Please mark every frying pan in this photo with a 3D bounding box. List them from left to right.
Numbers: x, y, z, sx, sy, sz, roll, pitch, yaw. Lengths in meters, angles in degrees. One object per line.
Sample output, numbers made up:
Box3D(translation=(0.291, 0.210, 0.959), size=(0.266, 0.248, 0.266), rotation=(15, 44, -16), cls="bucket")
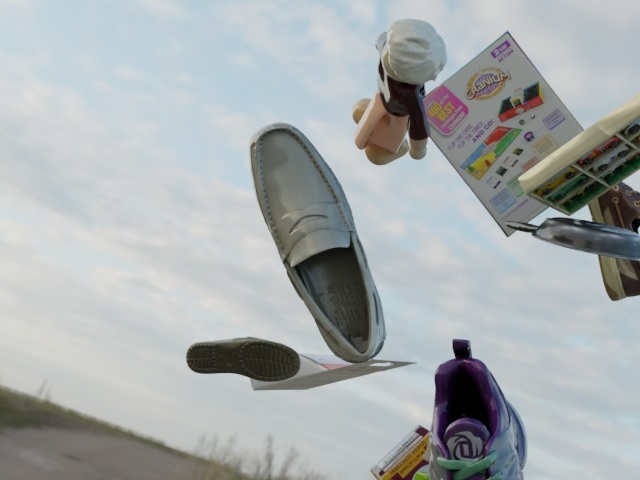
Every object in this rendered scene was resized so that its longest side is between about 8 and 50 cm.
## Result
Box3D(translation=(0.444, -0.011, 1.758), size=(0.197, 0.053, 0.326), rotation=(10, 9, -3), cls="frying pan")

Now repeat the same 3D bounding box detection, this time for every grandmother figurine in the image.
Box3D(translation=(0.113, -0.218, 1.533), size=(0.104, 0.207, 0.342), rotation=(-24, -14, -11), cls="grandmother figurine")

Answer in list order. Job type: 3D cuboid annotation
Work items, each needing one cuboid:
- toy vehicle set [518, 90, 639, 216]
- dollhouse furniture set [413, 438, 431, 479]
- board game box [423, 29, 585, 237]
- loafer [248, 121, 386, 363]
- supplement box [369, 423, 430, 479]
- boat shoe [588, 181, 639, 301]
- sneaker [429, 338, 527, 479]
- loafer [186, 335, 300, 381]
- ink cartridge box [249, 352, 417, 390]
Box3D(translation=(0.478, -0.144, 1.717), size=(0.267, 0.035, 0.166), rotation=(-38, -33, 27), cls="toy vehicle set")
Box3D(translation=(0.168, 0.302, 1.323), size=(0.076, 0.151, 0.059), rotation=(5, 15, -41), cls="dollhouse furniture set")
Box3D(translation=(0.359, -0.203, 1.981), size=(0.316, 0.242, 0.064), rotation=(52, 13, -2), cls="board game box")
Box3D(translation=(0.000, 0.000, 1.279), size=(0.319, 0.112, 0.111), rotation=(64, -2, -1), cls="loafer")
Box3D(translation=(0.175, 0.375, 1.507), size=(0.188, 0.104, 0.081), rotation=(49, -7, -4), cls="supplement box")
Box3D(translation=(0.614, -0.053, 2.085), size=(0.123, 0.341, 0.123), rotation=(-11, -12, 24), cls="boat shoe")
Box3D(translation=(0.091, 0.172, 0.648), size=(0.083, 0.223, 0.098), rotation=(-12, -46, 14), cls="sneaker")
Box3D(translation=(-0.097, 0.148, 1.331), size=(0.148, 0.056, 0.050), rotation=(6, 8, 6), cls="loafer")
Box3D(translation=(0.021, 0.203, 1.716), size=(0.225, 0.056, 0.181), rotation=(-19, -16, 25), cls="ink cartridge box")
